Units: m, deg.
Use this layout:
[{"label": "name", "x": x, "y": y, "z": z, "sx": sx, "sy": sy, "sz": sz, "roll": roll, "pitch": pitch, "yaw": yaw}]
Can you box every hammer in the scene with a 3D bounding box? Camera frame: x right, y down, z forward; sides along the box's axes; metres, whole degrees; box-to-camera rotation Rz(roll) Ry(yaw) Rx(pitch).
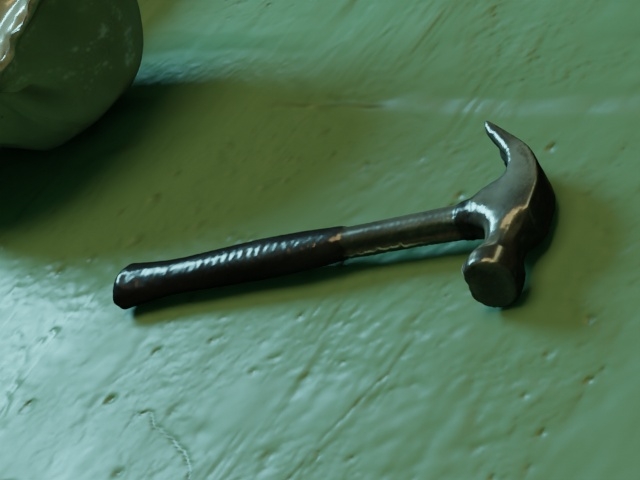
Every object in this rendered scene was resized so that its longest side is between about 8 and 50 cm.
[{"label": "hammer", "x": 0.000, "y": 0.000, "z": 0.925, "sx": 0.246, "sy": 0.029, "sz": 0.103, "roll": -10, "pitch": 39, "yaw": 34}]

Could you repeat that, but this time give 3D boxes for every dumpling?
[{"label": "dumpling", "x": -0.187, "y": -0.104, "z": 1.132, "sx": 0.247, "sy": 0.142, "sz": 0.172, "roll": -46, "pitch": 18, "yaw": 41}]
